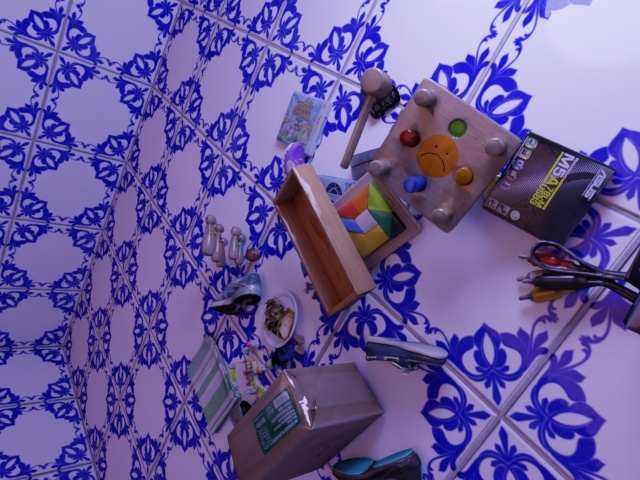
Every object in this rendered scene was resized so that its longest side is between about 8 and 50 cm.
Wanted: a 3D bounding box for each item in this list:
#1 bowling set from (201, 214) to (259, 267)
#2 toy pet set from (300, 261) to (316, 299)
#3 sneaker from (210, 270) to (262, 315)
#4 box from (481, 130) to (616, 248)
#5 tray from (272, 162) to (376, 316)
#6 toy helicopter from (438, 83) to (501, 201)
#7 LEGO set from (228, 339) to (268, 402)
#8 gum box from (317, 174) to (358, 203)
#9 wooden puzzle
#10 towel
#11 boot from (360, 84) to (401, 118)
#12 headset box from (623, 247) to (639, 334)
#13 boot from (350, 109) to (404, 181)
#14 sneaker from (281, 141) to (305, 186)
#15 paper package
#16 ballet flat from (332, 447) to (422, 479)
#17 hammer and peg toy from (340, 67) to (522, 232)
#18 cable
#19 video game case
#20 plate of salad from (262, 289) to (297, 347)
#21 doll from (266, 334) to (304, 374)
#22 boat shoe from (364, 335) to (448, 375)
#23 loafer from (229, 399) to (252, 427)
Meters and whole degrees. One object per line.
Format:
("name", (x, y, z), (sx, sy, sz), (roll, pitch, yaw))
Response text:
("bowling set", (-0.331, 0.009, 1.684), (0.287, 0.200, 0.154), (103, 169, -75))
("toy pet set", (-0.020, 0.117, 1.398), (0.122, 0.065, 0.114), (-36, 59, 35))
("sneaker", (-0.317, 0.203, 1.674), (0.283, 0.110, 0.122), (-26, 48, 37))
("box", (0.475, -0.106, 0.923), (0.184, 0.045, 0.190), (36, 109, 26))
("tray", (0.000, 0.000, 1.286), (0.410, 0.076, 0.203), (64, 149, 16))
("toy helicopter", (0.325, -0.192, 1.066), (0.235, 0.140, 0.355), (-49, 65, 20))
("LEGO set", (-0.236, 0.496, 1.520), (0.132, 0.107, 0.287), (-52, 51, 26))
("gum box", (0.054, -0.114, 1.349), (0.185, 0.041, 0.156), (19, 114, 44))
("wooden puzzle", (0.134, -0.052, 1.234), (0.239, 0.044, 0.220), (-41, 80, 35))
("towel", (-0.443, 0.579, 1.763), (0.324, 0.038, 0.247), (50, 118, 37))
("boot", (0.179, -0.435, 1.305), (0.099, 0.045, 0.121), (-35, 67, 38))
("headset box", (0.646, 0.093, 0.672), (0.293, 0.110, 0.217), (29, 104, 32))
("boot", (0.179, -0.264, 1.268), (0.209, 0.076, 0.189), (-8, 77, 51))
("sneaker", (-0.076, -0.215, 1.495), (0.105, 0.095, 0.236), (14, 100, 40))
("paper package", (-0.044, 0.501, 1.186), (0.324, 0.310, 0.168), (-51, 52, 25))
("ballet flat", (0.145, 0.618, 1.137), (0.281, 0.095, 0.096), (-31, 74, 37))
("hammer and peg toy", (0.222, -0.216, 0.995), (0.361, 0.127, 0.265), (40, 120, 16))
("cable", (0.535, 0.066, 0.864), (0.288, 0.072, 0.139), (0, 97, 37))
("video game case", (-0.062, -0.421, 1.558), (0.212, 0.023, 0.193), (35, 108, 42))
("plate of salad", (-0.150, 0.267, 1.498), (0.200, 0.048, 0.199), (-23, 59, 44))
("doll", (-0.127, 0.389, 1.467), (0.189, 0.046, 0.129), (-40, 36, 36))
("boat shoe", (0.210, 0.297, 1.118), (0.255, 0.095, 0.078), (-1, 81, 46))
("loafer", (-0.233, 0.640, 1.502), (0.251, 0.095, 0.087), (24, 104, 44))
